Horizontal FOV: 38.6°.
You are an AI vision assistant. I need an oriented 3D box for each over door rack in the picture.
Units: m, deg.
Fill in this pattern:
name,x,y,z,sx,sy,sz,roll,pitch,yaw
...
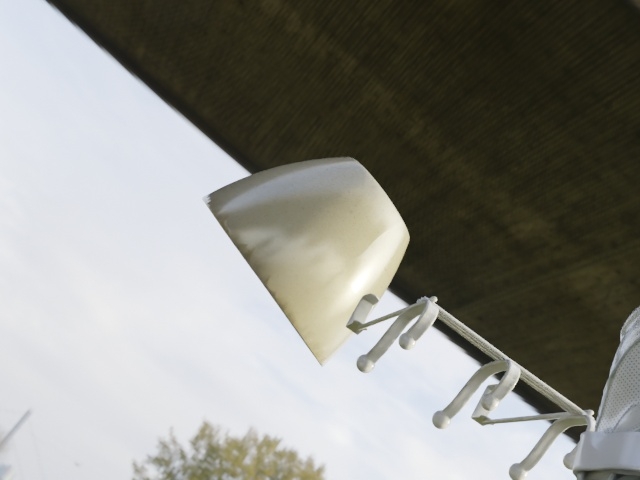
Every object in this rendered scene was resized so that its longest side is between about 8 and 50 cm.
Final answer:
name,x,y,z,sx,sy,sz,roll,pitch,yaw
over door rack,0.155,0.171,1.083,0.239,0.108,0.324,37,-8,-6

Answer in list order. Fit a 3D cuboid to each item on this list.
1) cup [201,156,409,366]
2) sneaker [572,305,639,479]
name,x,y,z,sx,sy,sz,roll,pitch,yaw
cup,0.000,0.000,1.467,0.331,0.237,0.331,54,-4,5
sneaker,0.216,0.194,0.596,0.137,0.366,0.210,-1,-20,34
